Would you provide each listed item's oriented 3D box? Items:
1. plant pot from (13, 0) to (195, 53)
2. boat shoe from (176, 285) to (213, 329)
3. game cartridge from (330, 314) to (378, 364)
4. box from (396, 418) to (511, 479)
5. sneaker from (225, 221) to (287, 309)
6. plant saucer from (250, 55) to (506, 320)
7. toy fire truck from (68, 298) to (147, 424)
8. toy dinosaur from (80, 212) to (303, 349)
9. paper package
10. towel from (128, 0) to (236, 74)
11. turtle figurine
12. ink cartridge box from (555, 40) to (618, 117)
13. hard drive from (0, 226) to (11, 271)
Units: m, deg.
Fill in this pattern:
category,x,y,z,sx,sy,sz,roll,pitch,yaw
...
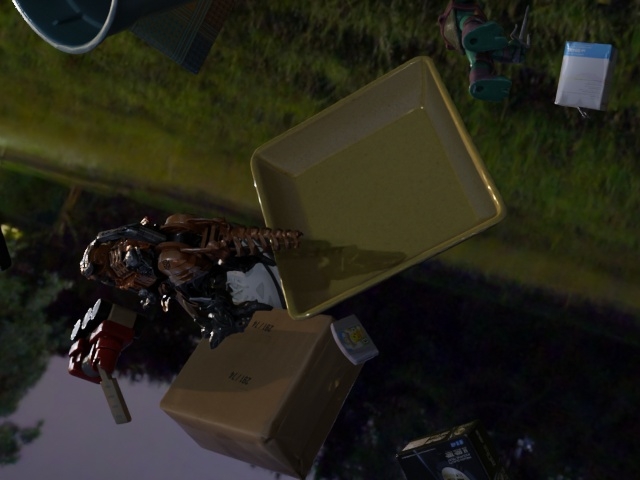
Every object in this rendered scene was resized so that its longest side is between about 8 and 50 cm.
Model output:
category,x,y,z,sx,sy,sz,roll,pitch,yaw
plant pot,-0.311,-0.515,1.234,0.341,0.341,0.334,14,-149,37
boat shoe,-0.263,0.200,1.948,0.324,0.116,0.097,51,174,-35
game cartridge,0.055,0.168,1.261,0.083,0.056,0.017,56,150,24
box,0.268,0.463,1.506,0.180,0.147,0.077,-28,177,34
sneaker,-0.186,0.193,1.818,0.447,0.257,0.169,62,158,-15
plant saucer,0.078,-0.071,1.115,0.333,0.332,0.081,-28,145,15
toy fire truck,-0.499,0.294,1.725,0.158,0.246,0.217,27,142,-24
toy dinosaur,-0.175,0.036,1.018,0.322,0.164,0.218,11,158,37
paper package,-0.117,0.297,1.550,0.325,0.309,0.168,1,138,41
towel,-0.405,-0.633,1.887,0.370,0.271,0.040,32,171,-34
turtle figurine,0.227,-0.305,1.049,0.118,0.234,0.175,-21,128,26
ink cartridge box,0.532,-0.319,1.496,0.090,0.143,0.092,14,-167,27
hard drive,-0.463,-0.008,0.946,0.135,0.094,0.022,1,-157,22
